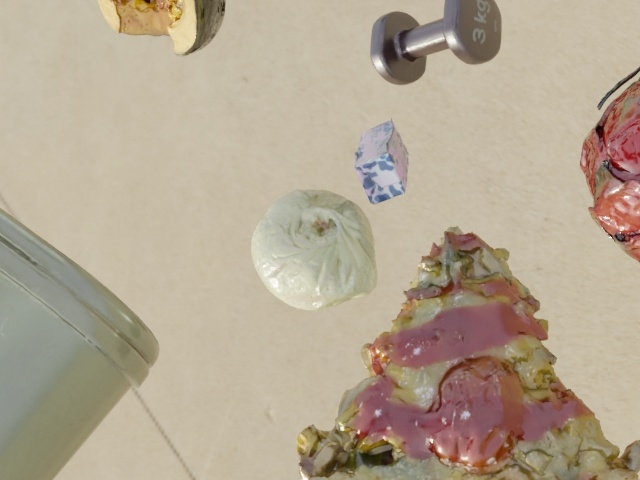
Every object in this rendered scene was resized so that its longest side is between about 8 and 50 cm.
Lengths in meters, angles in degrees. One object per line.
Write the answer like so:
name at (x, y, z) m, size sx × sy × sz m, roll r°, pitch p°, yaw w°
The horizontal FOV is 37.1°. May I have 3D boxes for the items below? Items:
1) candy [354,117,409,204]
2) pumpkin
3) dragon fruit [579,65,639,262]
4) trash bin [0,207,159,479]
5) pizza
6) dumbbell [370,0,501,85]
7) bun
candy at (0.111, -0.142, 1.688) m, size 0.073 × 0.092 × 0.160 m, roll -21°, pitch 24°, yaw 19°
pumpkin at (-0.176, -0.297, 1.151) m, size 0.183 × 0.107 × 0.119 m, roll 30°, pitch 125°, yaw 32°
dragon fruit at (0.388, -0.092, 1.001) m, size 0.234 × 0.234 × 0.293 m, roll -18°, pitch 52°, yaw 38°
trash bin at (-0.257, 0.088, 0.544) m, size 0.243 × 0.121 × 0.247 m, roll 32°, pitch 72°, yaw 12°
pizza at (0.079, 0.069, 0.536) m, size 0.188 × 0.062 × 0.199 m, roll -4°, pitch 60°, yaw 6°
dumbbell at (0.204, -0.363, 1.702) m, size 0.225 × 0.124 × 0.140 m, roll -8°, pitch 73°, yaw 49°
bun at (0.000, 0.000, 1.675) m, size 0.244 × 0.244 × 0.153 m, roll 54°, pitch 153°, yaw 34°
